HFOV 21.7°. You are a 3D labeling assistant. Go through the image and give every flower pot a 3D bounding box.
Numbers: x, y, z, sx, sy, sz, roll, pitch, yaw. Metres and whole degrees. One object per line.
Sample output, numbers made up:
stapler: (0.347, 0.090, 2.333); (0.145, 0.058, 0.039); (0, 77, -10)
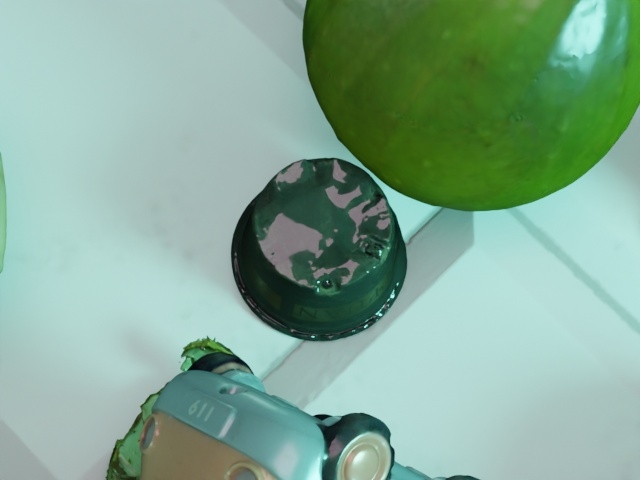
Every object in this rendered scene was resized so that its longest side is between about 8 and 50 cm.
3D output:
flower pot: (0.000, 0.000, 1.431); (0.157, 0.107, 0.157); (0, 74, -1)

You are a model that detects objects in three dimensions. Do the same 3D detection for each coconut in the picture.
coconut: (-0.106, 0.173, 1.399); (0.158, 0.055, 0.133); (-43, 80, -12)

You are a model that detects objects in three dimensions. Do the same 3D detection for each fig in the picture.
fig: (0.147, -0.186, 1.382); (0.316, 0.316, 0.316); (1, 73, -2)

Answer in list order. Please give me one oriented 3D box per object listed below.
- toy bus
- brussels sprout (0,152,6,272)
toy bus: (-0.025, 0.232, 1.279); (0.194, 0.287, 0.232); (22, 82, 47)
brussels sprout: (-0.424, -0.049, 1.364); (0.344, 0.268, 0.344); (-1, 92, -12)
